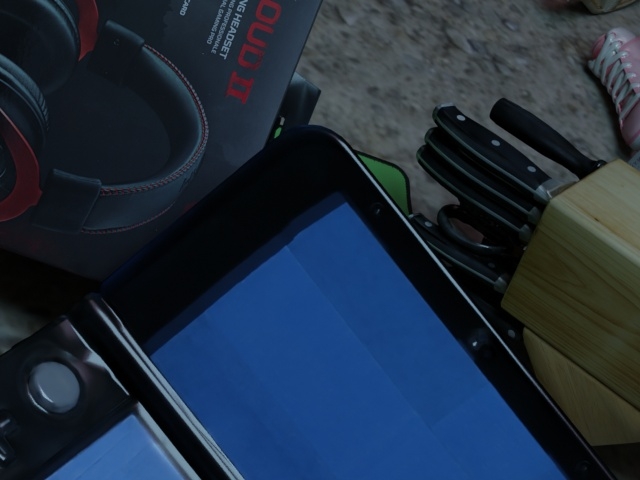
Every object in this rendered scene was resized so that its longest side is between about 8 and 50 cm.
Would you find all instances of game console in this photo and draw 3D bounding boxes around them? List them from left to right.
[{"bbox_3d":[-0.024,0.132,0.828,0.293,0.173,0.250,51,41,2],"label":"game console"}]

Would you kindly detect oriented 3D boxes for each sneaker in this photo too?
[{"bbox_3d":[0.246,-0.127,1.376,0.070,0.051,0.134,31,38,-8],"label":"sneaker"}]

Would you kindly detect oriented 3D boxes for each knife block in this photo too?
[{"bbox_3d":[0.190,0.005,1.080,0.088,0.275,0.242,-30,103,-44],"label":"knife block"}]

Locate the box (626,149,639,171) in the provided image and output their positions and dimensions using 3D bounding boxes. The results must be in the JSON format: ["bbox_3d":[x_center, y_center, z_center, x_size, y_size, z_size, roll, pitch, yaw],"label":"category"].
[{"bbox_3d":[0.295,-0.033,1.287,0.102,0.101,0.087,21,44,-20],"label":"box"}]

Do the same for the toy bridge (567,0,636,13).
[{"bbox_3d":[0.256,-0.222,1.456,0.188,0.063,0.026,-17,65,-45],"label":"toy bridge"}]

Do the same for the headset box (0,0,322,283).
[{"bbox_3d":[-0.143,-0.103,0.932,0.293,0.218,0.110,21,5,-21],"label":"headset box"}]

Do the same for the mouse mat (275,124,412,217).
[{"bbox_3d":[0.000,0.000,1.115,0.152,0.007,0.190,18,44,-23],"label":"mouse mat"}]
